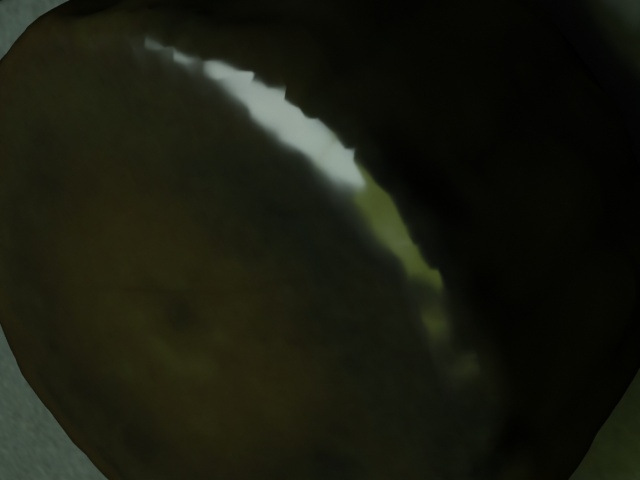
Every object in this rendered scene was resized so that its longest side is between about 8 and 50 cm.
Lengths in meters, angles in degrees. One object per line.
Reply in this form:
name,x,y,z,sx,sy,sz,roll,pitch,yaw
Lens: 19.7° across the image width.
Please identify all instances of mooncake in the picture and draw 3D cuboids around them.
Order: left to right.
mooncake,0.000,0.000,0.775,0.290,0.161,0.290,24,134,28
